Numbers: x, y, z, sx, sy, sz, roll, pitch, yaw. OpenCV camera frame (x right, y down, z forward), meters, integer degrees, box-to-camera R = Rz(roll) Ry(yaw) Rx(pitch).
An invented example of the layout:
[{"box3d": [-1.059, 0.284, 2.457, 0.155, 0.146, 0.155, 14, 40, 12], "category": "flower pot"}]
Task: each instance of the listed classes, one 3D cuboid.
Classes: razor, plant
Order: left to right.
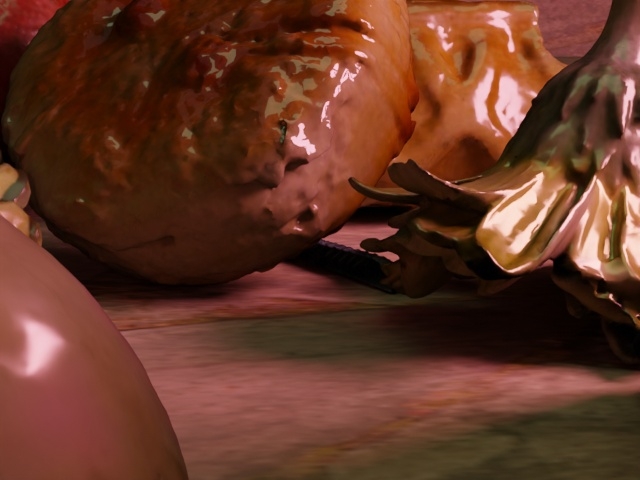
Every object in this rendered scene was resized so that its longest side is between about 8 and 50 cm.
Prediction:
[{"box3d": [0.000, 0.006, 0.906, 0.066, 0.033, 0.190, -9, 21, -36], "category": "razor"}, {"box3d": [0.202, -0.038, 0.763, 0.261, 0.297, 0.306, 45, 18, 28], "category": "plant"}]

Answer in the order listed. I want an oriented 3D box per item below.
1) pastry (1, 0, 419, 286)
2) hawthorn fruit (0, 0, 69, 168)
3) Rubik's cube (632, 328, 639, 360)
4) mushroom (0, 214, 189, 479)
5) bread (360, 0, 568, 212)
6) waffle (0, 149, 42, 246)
[{"box3d": [-0.082, -0.106, 0.897, 0.330, 0.136, 0.329, -14, 48, 16], "category": "pastry"}, {"box3d": [-0.301, -0.118, 1.068, 0.230, 0.210, 0.266, 0, 45, -27], "category": "hawthorn fruit"}, {"box3d": [0.311, -0.037, 0.473, 0.305, 0.307, 0.310, 4, 15, 2], "category": "Rubik's cube"}, {"box3d": [-0.112, 0.047, 0.390, 0.162, 0.173, 0.236, 5, 13, 9], "category": "mushroom"}, {"box3d": [0.062, -0.122, 1.096, 0.252, 0.196, 0.238, -6, 13, -16], "category": "bread"}, {"box3d": [-0.323, -0.019, 0.724, 0.317, 0.073, 0.297, 11, 26, -16], "category": "waffle"}]
